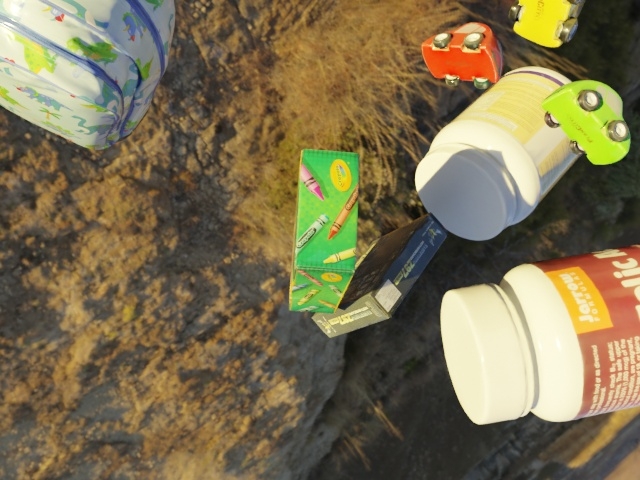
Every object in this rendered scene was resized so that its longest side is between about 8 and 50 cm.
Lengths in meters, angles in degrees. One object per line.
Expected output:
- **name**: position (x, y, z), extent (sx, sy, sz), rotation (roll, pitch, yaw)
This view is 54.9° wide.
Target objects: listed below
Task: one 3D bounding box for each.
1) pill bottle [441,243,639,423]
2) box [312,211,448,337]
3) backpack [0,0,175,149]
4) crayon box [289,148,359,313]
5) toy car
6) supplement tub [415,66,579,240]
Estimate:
- **pill bottle**: position (0.387, 0.128, 0.874), extent (0.392, 0.224, 0.224), rotation (-10, 144, -5)
- **box**: position (0.108, 0.063, 1.114), extent (0.233, 0.059, 0.183), rotation (-48, -169, -36)
- **backpack**: position (-0.325, -0.255, 0.783), extent (0.290, 0.273, 0.355), rotation (33, 147, -24)
- **crayon box**: position (0.000, 0.000, 0.914), extent (0.081, 0.165, 0.278), rotation (4, 162, -3)
- **toy car**: position (0.238, -0.173, 0.633), extent (0.053, 0.225, 0.239), rotation (-48, -172, -18)
- **supplement tub**: position (0.372, -0.177, 1.252), extent (0.331, 0.241, 0.241), rotation (-41, 153, -28)
